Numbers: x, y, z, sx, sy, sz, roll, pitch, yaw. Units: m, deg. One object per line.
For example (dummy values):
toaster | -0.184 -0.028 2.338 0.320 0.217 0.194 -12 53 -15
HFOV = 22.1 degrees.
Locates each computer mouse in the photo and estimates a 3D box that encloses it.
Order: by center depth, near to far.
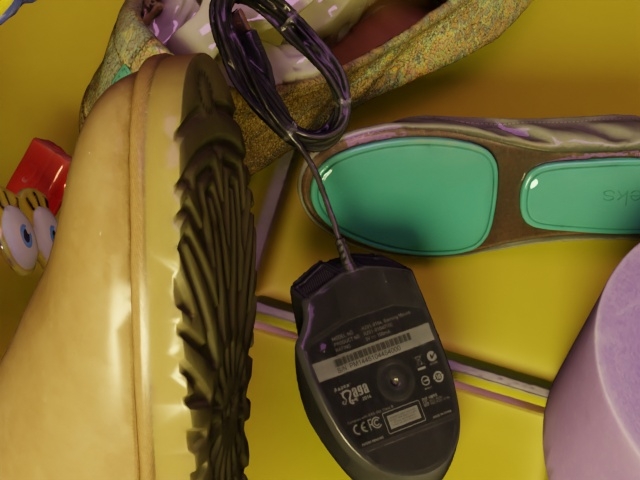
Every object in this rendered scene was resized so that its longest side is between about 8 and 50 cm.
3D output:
computer mouse | 0.000 0.000 0.731 0.071 0.041 0.242 -15 83 -26

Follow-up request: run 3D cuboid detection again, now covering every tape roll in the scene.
tape roll | 0.202 0.084 0.738 0.189 0.080 0.189 6 50 -8

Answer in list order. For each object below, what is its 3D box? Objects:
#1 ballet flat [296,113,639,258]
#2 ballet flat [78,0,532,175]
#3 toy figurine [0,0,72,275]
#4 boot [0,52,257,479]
ballet flat | 0.087 -0.031 0.822 0.213 0.072 0.068 0 25 -15
ballet flat | 0.020 -0.136 0.847 0.123 0.123 0.348 41 54 18
toy figurine | -0.189 -0.134 0.613 0.191 0.217 0.362 34 8 23
boot | -0.161 0.054 0.541 0.269 0.236 0.089 2 8 10
